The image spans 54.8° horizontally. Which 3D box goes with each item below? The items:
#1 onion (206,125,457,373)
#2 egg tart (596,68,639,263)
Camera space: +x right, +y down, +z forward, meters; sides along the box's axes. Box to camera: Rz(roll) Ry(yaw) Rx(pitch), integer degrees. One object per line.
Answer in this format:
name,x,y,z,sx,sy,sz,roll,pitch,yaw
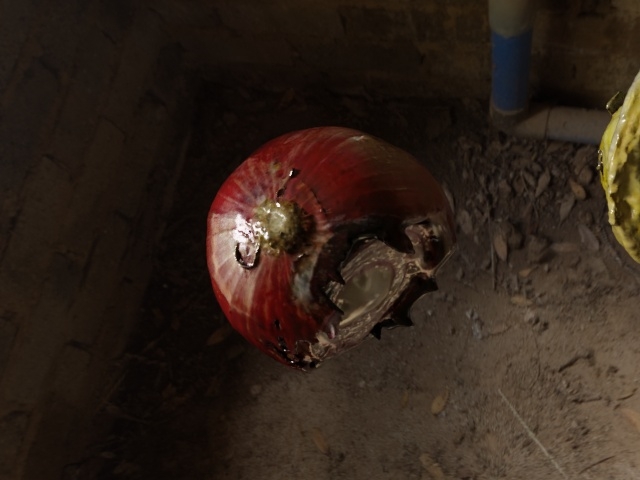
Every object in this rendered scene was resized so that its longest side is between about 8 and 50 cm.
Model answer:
onion,-0.005,0.002,0.849,0.341,0.341,0.341,-5,68,14
egg tart,0.357,-0.082,0.615,0.241,0.241,0.106,-50,26,-7
